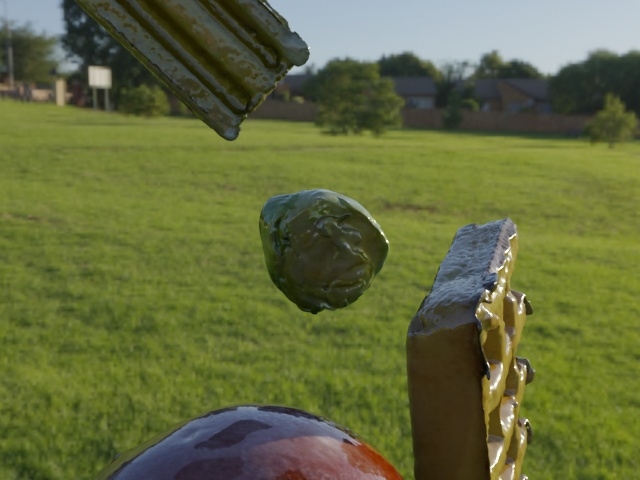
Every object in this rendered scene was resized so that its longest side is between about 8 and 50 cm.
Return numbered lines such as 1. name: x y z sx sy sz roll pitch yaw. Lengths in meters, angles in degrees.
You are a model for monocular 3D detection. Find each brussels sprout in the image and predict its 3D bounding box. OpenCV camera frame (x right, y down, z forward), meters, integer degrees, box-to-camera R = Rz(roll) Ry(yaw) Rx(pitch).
1. brussels sprout: -0.001 0.000 1.099 0.149 0.152 0.122 -7 30 -15

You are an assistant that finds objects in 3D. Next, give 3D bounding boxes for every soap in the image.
1. soap: -0.136 -0.227 0.928 0.233 0.135 0.076 42 -1 -15

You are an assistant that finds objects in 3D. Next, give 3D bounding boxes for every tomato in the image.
1. tomato: -0.063 0.230 0.598 0.227 0.270 0.270 41 14 5

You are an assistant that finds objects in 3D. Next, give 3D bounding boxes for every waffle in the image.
1. waffle: 0.144 0.172 0.825 0.077 0.349 0.304 0 16 18
